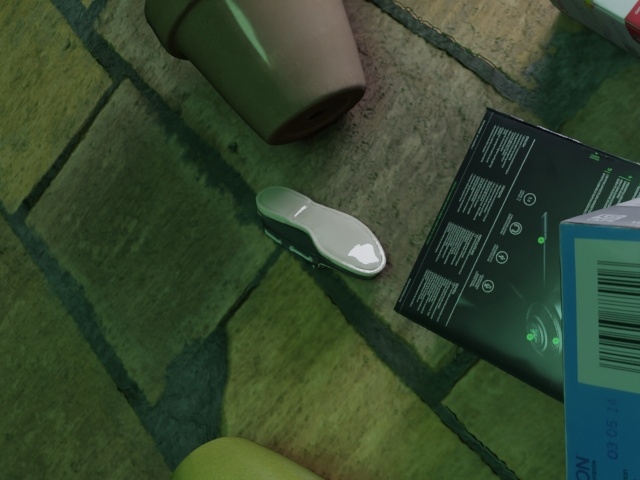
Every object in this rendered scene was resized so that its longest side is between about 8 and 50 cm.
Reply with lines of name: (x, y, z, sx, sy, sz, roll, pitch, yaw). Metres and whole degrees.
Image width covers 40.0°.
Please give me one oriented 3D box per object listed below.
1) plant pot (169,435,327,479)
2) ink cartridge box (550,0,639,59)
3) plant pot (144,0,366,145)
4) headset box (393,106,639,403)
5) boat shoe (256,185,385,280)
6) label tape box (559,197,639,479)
plant pot: (-0.057, 0.367, 1.011, 0.293, 0.275, 0.274, 39, 103, 48)
ink cartridge box: (0.321, -0.260, 0.937, 0.175, 0.127, 0.072, 44, 104, 30)
plant pot: (-0.060, -0.253, 1.128, 0.263, 0.263, 0.229, -31, 83, 24)
headset box: (0.263, 0.030, 0.920, 0.283, 0.131, 0.246, 27, 95, 33)
boat shoe: (0.000, 0.000, 1.148, 0.206, 0.075, 0.065, 32, 142, 27)
label tape box: (0.324, 0.081, 0.732, 0.106, 0.334, 0.240, 4, 102, 42)
